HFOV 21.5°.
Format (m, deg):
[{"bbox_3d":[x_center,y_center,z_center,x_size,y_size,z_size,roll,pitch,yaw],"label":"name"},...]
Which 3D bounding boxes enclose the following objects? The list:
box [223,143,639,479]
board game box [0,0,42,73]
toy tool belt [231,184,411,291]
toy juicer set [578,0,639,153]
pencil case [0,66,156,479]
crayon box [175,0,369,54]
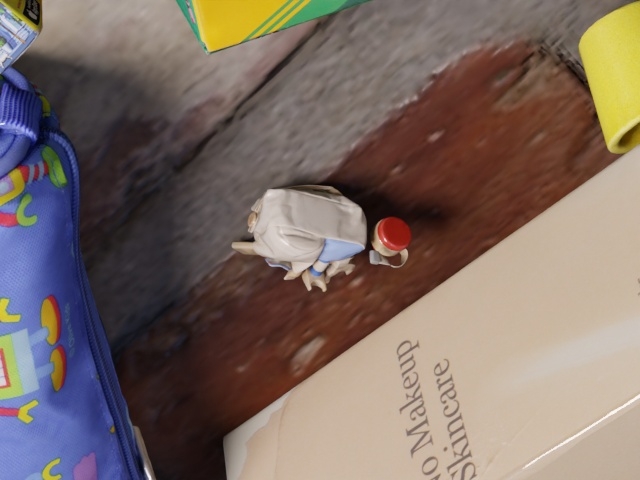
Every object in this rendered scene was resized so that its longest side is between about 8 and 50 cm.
[{"bbox_3d":[0.102,0.103,0.886,0.311,0.148,0.121,-37,130,23],"label":"box"},{"bbox_3d":[-0.196,-0.149,0.627,0.194,0.194,0.060,39,103,-23],"label":"board game box"},{"bbox_3d":[0.000,0.000,0.883,0.083,0.052,0.051,10,151,-24],"label":"toy tool belt"},{"bbox_3d":[0.257,-0.141,0.758,0.209,0.089,0.329,-18,163,-16],"label":"toy juicer set"},{"bbox_3d":[-0.156,0.057,0.807,0.133,0.119,0.306,-9,128,-1],"label":"pencil case"},{"bbox_3d":[-0.009,-0.232,0.684,0.165,0.081,0.278,-19,129,-8],"label":"crayon box"}]
